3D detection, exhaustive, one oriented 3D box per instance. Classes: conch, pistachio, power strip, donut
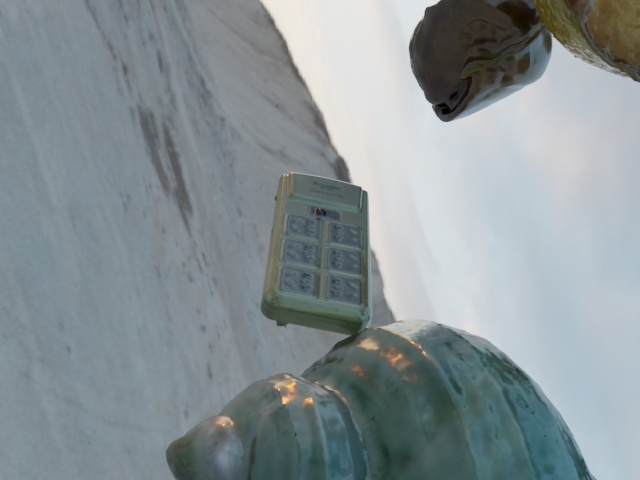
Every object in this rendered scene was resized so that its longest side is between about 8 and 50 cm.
[{"bbox_3d":[0.050,0.148,0.384,0.220,0.277,0.195,-22,-130,57],"label":"conch"},{"bbox_3d":[0.154,-0.203,0.743,0.130,0.165,0.210,32,-4,-17],"label":"pistachio"},{"bbox_3d":[0.000,0.000,0.529,0.169,0.076,0.028,-88,-170,-51],"label":"power strip"},{"bbox_3d":[0.286,-0.201,0.599,0.112,0.295,0.151,-130,-132,-73],"label":"donut"}]
